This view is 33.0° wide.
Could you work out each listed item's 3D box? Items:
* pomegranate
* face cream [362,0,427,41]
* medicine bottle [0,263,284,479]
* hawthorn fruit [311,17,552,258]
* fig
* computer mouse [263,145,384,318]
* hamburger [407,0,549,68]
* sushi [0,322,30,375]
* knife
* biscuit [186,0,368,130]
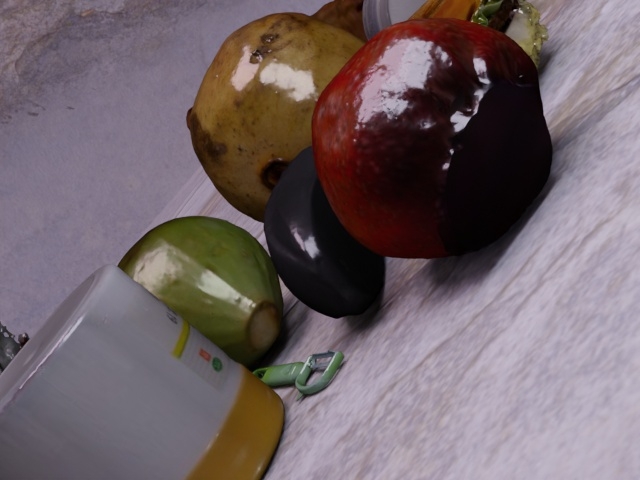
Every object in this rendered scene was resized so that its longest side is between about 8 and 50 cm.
[{"bbox_3d":[-0.032,-0.153,1.404,0.281,0.281,0.281,-46,13,14],"label":"pomegranate"},{"bbox_3d":[0.153,-0.305,1.427,0.177,0.177,0.153,-49,13,-1],"label":"face cream"},{"bbox_3d":[-0.193,0.178,1.054,0.238,0.232,0.238,-45,13,13],"label":"medicine bottle"},{"bbox_3d":[0.091,-0.088,0.974,0.215,0.215,0.250,-53,8,-17],"label":"hawthorn fruit"},{"bbox_3d":[-0.147,0.073,1.277,0.207,0.207,0.230,-49,12,-2],"label":"fig"},{"bbox_3d":[0.000,0.000,1.143,0.086,0.137,0.269,-34,19,20],"label":"computer mouse"},{"bbox_3d":[0.143,-0.183,1.194,0.261,0.139,0.243,-48,11,3],"label":"hamburger"},{"bbox_3d":[-0.546,0.259,1.647,0.417,0.417,0.176,-40,18,35],"label":"sushi"},{"bbox_3d":[-0.035,0.145,1.118,0.054,0.015,0.212,-62,17,-20],"label":"knife"},{"bbox_3d":[-0.030,-0.275,1.849,0.342,0.166,0.395,-40,7,-18],"label":"biscuit"}]
